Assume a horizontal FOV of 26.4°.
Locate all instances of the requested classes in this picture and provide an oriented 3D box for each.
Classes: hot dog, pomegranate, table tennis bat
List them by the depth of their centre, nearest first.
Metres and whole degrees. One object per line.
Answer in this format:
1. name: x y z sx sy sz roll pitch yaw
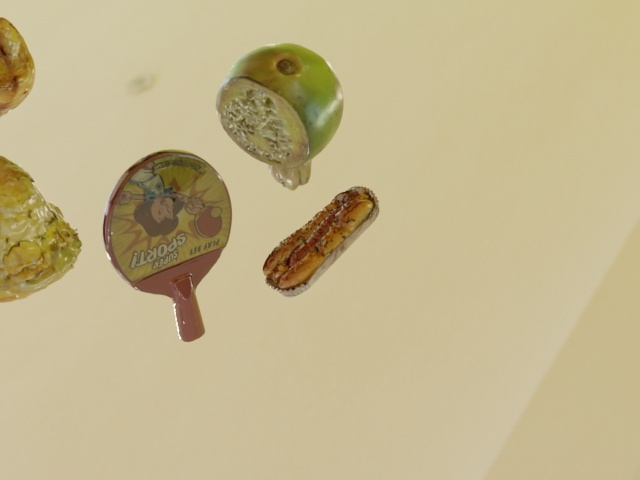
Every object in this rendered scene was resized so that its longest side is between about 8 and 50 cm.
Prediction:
1. hot dog: 0.000 0.000 1.849 0.191 0.059 0.108 -45 -152 -10
2. table tennis bat: -0.214 0.010 1.984 0.200 0.310 0.038 -23 -148 -23
3. pomegranate: -0.038 -0.200 2.129 0.190 0.241 0.159 -7 -149 47

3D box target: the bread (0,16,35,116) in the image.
1. bread: -0.689 -0.309 2.693 0.149 0.195 0.344 -12 173 -38

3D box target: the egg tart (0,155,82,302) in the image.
1. egg tart: -0.430 -0.029 1.620 0.294 0.123 0.294 9 -155 -4
